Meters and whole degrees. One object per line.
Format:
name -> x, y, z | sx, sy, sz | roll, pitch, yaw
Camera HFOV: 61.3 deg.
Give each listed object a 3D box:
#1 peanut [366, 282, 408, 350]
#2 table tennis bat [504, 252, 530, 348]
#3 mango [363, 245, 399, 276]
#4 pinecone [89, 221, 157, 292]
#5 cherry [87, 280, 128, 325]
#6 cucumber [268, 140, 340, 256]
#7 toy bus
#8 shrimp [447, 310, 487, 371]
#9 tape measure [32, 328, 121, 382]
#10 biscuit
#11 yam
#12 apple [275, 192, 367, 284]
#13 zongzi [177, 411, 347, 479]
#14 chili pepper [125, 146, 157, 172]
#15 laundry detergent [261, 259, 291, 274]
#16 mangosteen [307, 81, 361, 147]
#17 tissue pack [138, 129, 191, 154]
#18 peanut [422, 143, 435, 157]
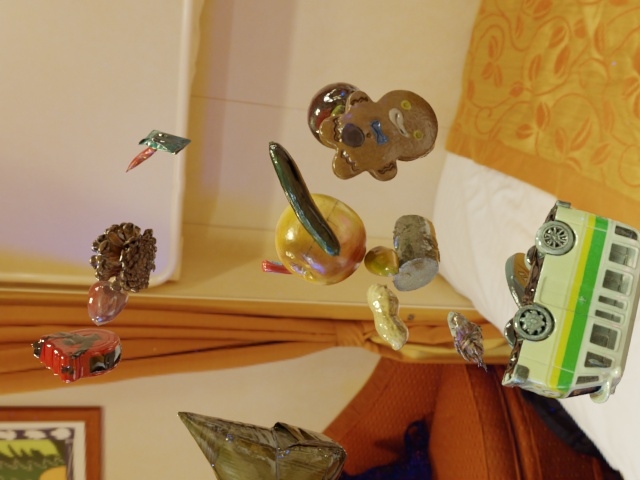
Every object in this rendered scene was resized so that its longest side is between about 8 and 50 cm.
peanut -> 0.234, 0.263, 1.903 | 0.117, 0.101, 0.263 | 122, 143, -47
table tennis bat -> 0.445, 0.136, 1.112 | 0.044, 0.329, 0.215 | -37, 86, 35
mango -> 0.180, 0.063, 1.574 | 0.187, 0.101, 0.066 | -117, 12, -70
pinecone -> -0.498, 0.041, 1.368 | 0.195, 0.149, 0.179 | 12, 90, 55
cherry -> -0.588, 0.166, 1.495 | 0.087, 0.106, 0.126 | 130, 139, -54
cucumber -> -0.036, -0.081, 1.139 | 0.284, 0.056, 0.056 | 59, 175, -15
toy bus -> 0.373, 0.099, 0.796 | 0.134, 0.164, 0.276 | 54, -127, -69
shrimp -> 0.418, 0.282, 1.498 | 0.233, 0.090, 0.079 | 55, 172, -23
tape measure -> -0.849, 0.397, 1.927 | 0.253, 0.260, 0.114 | 16, 107, 41
biscuit -> 0.116, -0.203, 1.017 | 0.180, 0.236, 0.039 | 66, 164, 2
yam -> 0.298, 0.033, 1.696 | 0.255, 0.153, 0.154 | -78, 3, -47
apple -> 0.000, 0.000, 1.600 | 0.233, 0.286, 0.286 | -63, 6, -18
zongzi -> -0.134, 0.431, 0.896 | 0.286, 0.299, 0.138 | -70, 18, -4
chili pepper -> -0.546, -0.262, 1.667 | 0.178, 0.027, 0.045 | -30, 28, 26
laundry detergent -> -0.157, 0.115, 2.226 | 0.097, 0.165, 0.049 | -148, 69, -73
mangosteen -> 0.061, -0.402, 1.733 | 0.216, 0.216, 0.216 | -176, 90, -77
tissue pack -> -0.461, -0.293, 1.592 | 0.028, 0.137, 0.085 | 95, -162, -45
peanut -> 0.342, -0.372, 1.939 | 0.140, 0.109, 0.159 | -14, 92, 39
